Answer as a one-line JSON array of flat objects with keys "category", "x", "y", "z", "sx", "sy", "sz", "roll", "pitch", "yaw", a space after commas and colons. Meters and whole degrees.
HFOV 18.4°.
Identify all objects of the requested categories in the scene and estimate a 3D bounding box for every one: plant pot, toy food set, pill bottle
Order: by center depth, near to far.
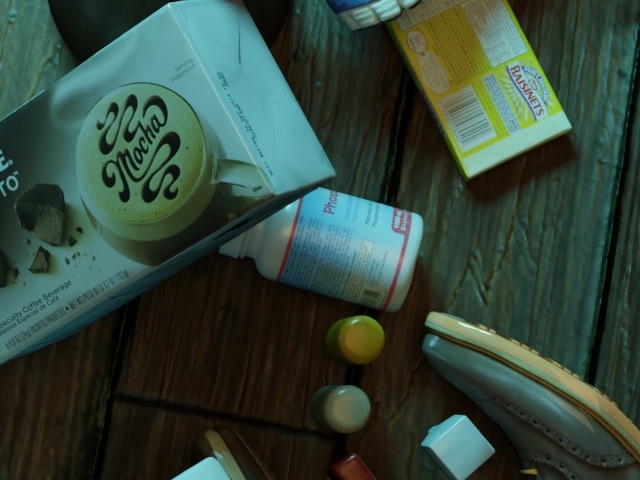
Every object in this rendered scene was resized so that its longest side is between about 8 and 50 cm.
[{"category": "plant pot", "x": -0.119, "y": -0.244, "z": 1.606, "sx": 0.215, "sy": 0.230, "sz": 0.215, "roll": 1, "pitch": 82, "yaw": -6}, {"category": "toy food set", "x": 0.064, "y": 0.177, "z": 1.636, "sx": 0.111, "sy": 0.104, "sz": 0.232, "roll": -41, "pitch": 94, "yaw": -10}, {"category": "pill bottle", "x": 0.000, "y": 0.000, "z": 1.656, "sx": 0.160, "sy": 0.087, "sz": 0.087, "roll": 16, "pitch": 81, "yaw": -4}]

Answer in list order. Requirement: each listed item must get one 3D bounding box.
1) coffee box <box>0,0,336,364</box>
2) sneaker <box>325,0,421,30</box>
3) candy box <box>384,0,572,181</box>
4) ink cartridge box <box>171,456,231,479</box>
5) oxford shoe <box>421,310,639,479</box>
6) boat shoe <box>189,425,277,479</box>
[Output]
[{"category": "coffee box", "x": -0.161, "y": -0.046, "z": 1.556, "sx": 0.297, "sy": 0.119, "sz": 0.168, "roll": -30, "pitch": 86, "yaw": 27}, {"category": "sneaker", "x": 0.085, "y": -0.339, "z": 1.660, "sx": 0.147, "sy": 0.130, "sz": 0.330, "roll": 44, "pitch": 66, "yaw": -24}, {"category": "candy box", "x": 0.127, "y": -0.165, "z": 1.723, "sx": 0.105, "sy": 0.027, "sz": 0.206, "roll": -25, "pitch": 85, "yaw": -12}, {"category": "ink cartridge box", "x": -0.159, "y": 0.330, "z": 1.470, "sx": 0.197, "sy": 0.198, "sz": 0.270, "roll": 56, "pitch": 36, "yaw": 3}, {"category": "oxford shoe", "x": 0.214, "y": 0.197, "z": 1.633, "sx": 0.364, "sy": 0.130, "sz": 0.132, "roll": 38, "pitch": 90, "yaw": 3}, {"category": "boat shoe", "x": -0.014, "y": 0.258, "z": 1.624, "sx": 0.095, "sy": 0.095, "sz": 0.257, "roll": -29, "pitch": 92, "yaw": -23}]
